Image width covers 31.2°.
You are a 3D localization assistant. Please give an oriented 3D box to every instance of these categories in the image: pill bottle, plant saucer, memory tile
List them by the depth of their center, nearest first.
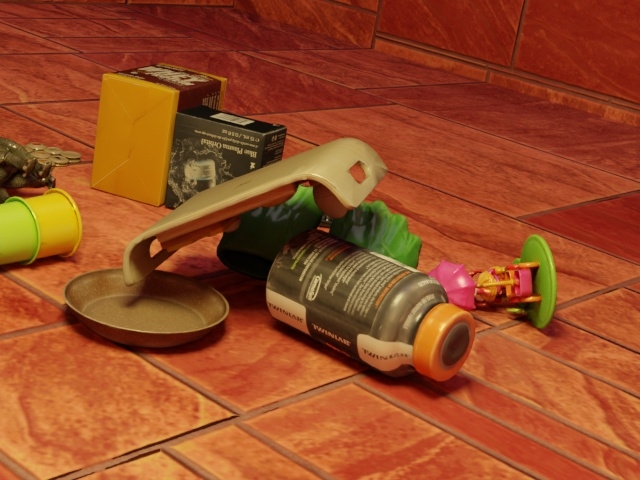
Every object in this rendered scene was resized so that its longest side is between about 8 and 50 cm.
[{"bbox_3d":[0.063,0.082,1.370,0.246,0.130,0.130,23,23,36],"label":"pill bottle"},{"bbox_3d":[-0.210,0.084,1.377,0.199,0.036,0.198,9,17,-3],"label":"plant saucer"},{"bbox_3d":[-0.490,-0.143,1.954,0.113,0.012,0.148,17,19,22],"label":"memory tile"}]

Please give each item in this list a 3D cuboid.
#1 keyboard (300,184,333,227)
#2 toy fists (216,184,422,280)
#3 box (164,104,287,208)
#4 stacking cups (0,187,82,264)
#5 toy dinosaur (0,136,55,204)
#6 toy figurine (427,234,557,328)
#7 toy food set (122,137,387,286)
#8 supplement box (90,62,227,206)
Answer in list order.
[{"bbox_3d":[-0.021,-0.062,1.935,0.108,0.023,0.180,8,17,-6],"label":"keyboard"},{"bbox_3d":[0.000,0.000,1.577,0.279,0.096,0.142,14,60,15],"label":"toy fists"},{"bbox_3d":[-0.151,-0.117,1.815,0.156,0.158,0.093,15,18,17],"label":"box"},{"bbox_3d":[-0.446,0.006,1.418,0.096,0.096,0.316,23,25,35],"label":"stacking cups"},{"bbox_3d":[-0.487,-0.113,1.701,0.160,0.121,0.313,26,25,7],"label":"toy dinosaur"},{"bbox_3d":[0.220,0.062,1.579,0.159,0.130,0.173,-3,-2,-9],"label":"toy figurine"},{"bbox_3d":[-0.079,-0.029,1.426,0.306,0.092,0.220,-20,10,19],"label":"toy food set"},{"bbox_3d":[-0.265,-0.180,1.894,0.129,0.191,0.194,16,18,17],"label":"supplement box"}]
